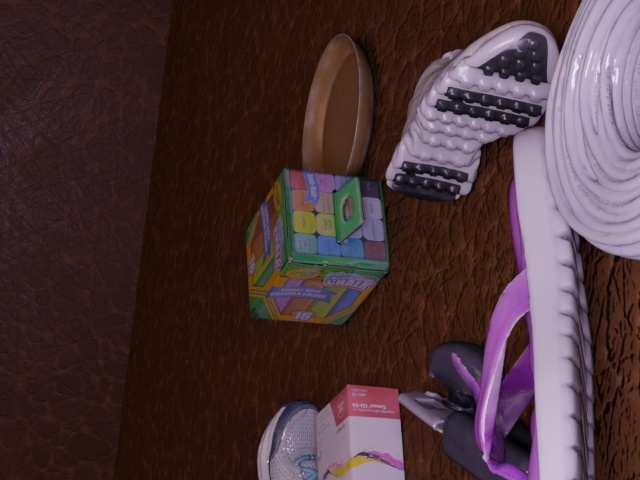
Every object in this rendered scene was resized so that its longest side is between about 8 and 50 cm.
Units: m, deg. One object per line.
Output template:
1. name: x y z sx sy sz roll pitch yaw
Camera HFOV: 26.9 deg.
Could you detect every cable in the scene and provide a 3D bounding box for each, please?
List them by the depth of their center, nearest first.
1. cable: 0.252 -0.110 0.953 0.257 0.089 0.257 -156 74 -72

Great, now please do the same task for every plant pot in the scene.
1. plant pot: 0.025 -0.156 1.788 0.236 0.032 0.236 -174 90 -72

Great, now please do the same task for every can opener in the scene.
1. can opener: 0.150 0.157 1.204 0.283 0.076 0.095 -156 72 -71

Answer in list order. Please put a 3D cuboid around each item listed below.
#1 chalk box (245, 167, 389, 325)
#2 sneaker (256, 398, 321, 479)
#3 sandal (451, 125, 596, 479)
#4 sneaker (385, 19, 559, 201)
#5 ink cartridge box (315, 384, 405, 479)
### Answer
1. chalk box: 0.000 0.000 1.642 0.213 0.132 0.132 123 148 -55
2. sneaker: -0.003 0.334 1.622 0.122 0.110 0.283 -11 80 59
3. sandal: 0.157 0.094 1.049 0.169 0.102 0.416 66 -157 -46
4. sneaker: 0.142 -0.145 1.308 0.292 0.110 0.118 132 150 -61
5. ink cartridge box: 0.044 0.275 1.509 0.115 0.067 0.198 126 146 -57
